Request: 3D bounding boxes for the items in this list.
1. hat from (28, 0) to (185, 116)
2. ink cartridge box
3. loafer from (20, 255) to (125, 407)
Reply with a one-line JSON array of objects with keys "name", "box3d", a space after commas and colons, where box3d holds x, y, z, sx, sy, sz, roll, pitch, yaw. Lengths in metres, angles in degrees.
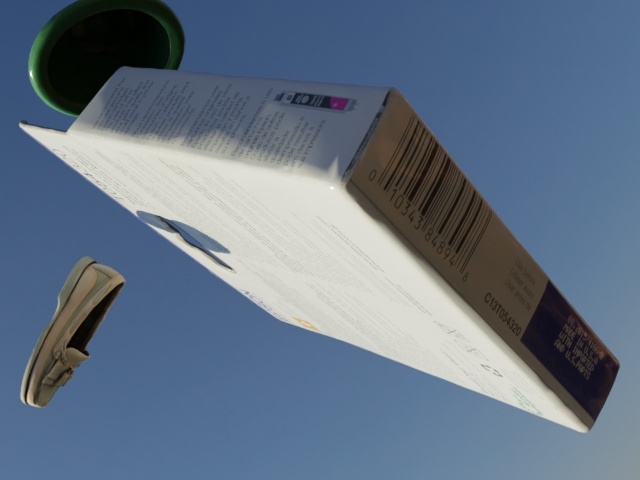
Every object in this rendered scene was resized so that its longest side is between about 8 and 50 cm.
[{"name": "hat", "box3d": [-0.266, -0.272, 1.118, 0.209, 0.183, 0.173, -18, -36, -20]}, {"name": "ink cartridge box", "box3d": [0.000, 0.000, 0.656, 0.324, 0.330, 0.071, 42, -108, -43]}, {"name": "loafer", "box3d": [-0.193, 0.076, 0.731, 0.045, 0.039, 0.125, 31, -98, -80]}]
